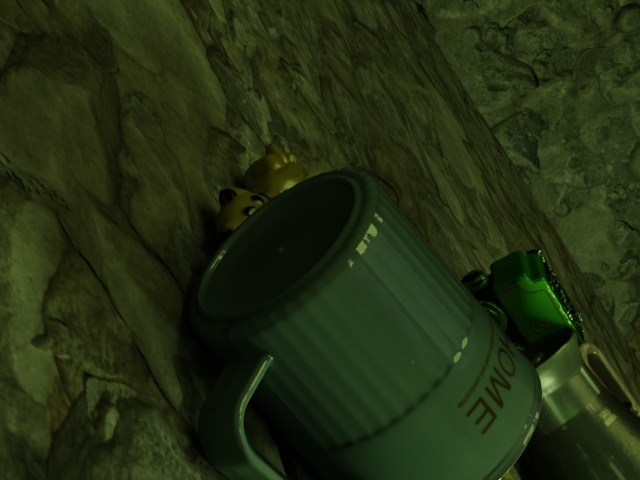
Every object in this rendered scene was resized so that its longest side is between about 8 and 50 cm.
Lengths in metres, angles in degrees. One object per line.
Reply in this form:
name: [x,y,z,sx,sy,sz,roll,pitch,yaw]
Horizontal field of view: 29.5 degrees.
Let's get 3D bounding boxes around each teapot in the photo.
teapot: [0.461,0.332,2.086,0.344,0.253,0.300,56,43,-2]

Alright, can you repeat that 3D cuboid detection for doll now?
doll: [-0.066,-0.041,1.488,0.117,0.086,0.291,61,19,-14]

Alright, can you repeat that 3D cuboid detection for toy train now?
toy train: [0.368,0.141,2.234,0.243,0.188,0.132,55,17,-20]

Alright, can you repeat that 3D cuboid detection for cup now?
cup: [0.019,0.135,1.279,0.311,0.331,0.257,51,-13,-25]

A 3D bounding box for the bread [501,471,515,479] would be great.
bread: [0.280,0.401,1.825,0.226,0.049,0.088,62,18,4]
